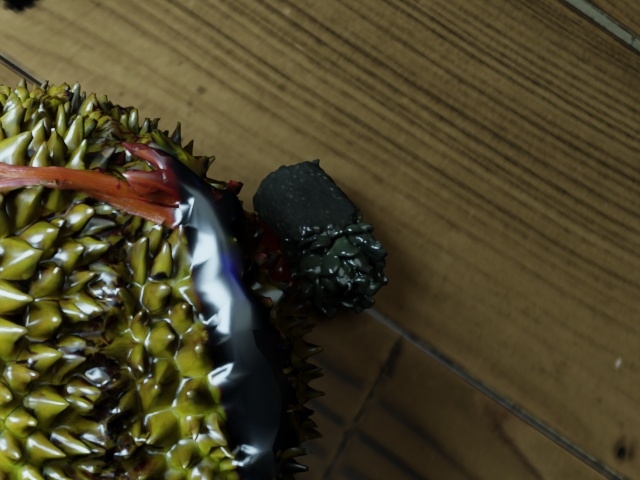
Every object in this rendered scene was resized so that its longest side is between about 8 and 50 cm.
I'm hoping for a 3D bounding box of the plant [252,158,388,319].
[{"bbox_3d":[0.000,0.000,0.906,0.092,0.094,0.143,-11,62,-38],"label":"plant"}]

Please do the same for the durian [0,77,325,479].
[{"bbox_3d":[-0.173,0.069,0.672,0.347,0.348,0.384,3,49,-20],"label":"durian"}]
